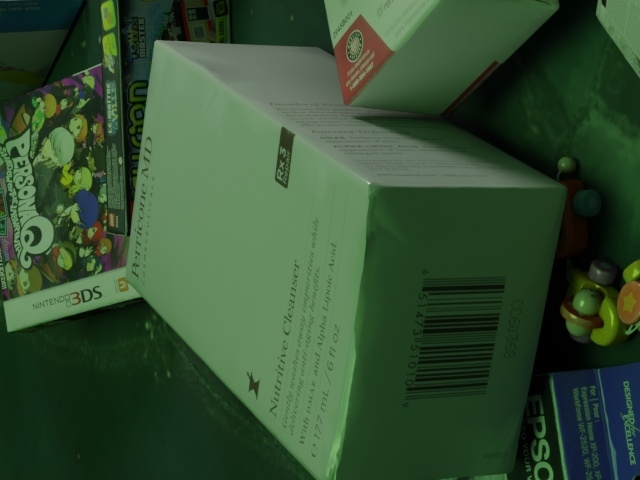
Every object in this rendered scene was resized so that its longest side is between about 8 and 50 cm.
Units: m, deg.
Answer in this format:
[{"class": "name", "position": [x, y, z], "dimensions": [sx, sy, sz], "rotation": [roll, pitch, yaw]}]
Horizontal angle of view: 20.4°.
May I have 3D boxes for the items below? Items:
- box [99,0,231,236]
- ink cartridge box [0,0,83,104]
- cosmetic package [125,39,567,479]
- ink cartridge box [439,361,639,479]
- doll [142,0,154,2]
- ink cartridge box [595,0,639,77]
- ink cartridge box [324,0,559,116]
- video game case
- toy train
[{"class": "box", "position": [-0.132, -0.110, 1.550], "dimensions": [0.036, 0.114, 0.207], "rotation": [8, 102, 55]}, {"class": "ink cartridge box", "position": [-0.379, -0.238, 1.850], "dimensions": [0.233, 0.168, 0.171], "rotation": [-54, 52, 46]}, {"class": "cosmetic package", "position": [0.000, 0.000, 1.293], "dimensions": [0.385, 0.156, 0.217], "rotation": [33, 119, 57]}, {"class": "ink cartridge box", "position": [0.160, 0.195, 1.225], "dimensions": [0.208, 0.045, 0.206], "rotation": [-19, 78, 55]}, {"class": "doll", "position": [-0.130, -0.294, 1.518], "dimensions": [0.046, 0.129, 0.189], "rotation": [138, 153, -63]}, {"class": "ink cartridge box", "position": [0.211, -0.123, 1.093], "dimensions": [0.063, 0.029, 0.115], "rotation": [87, 158, -57]}, {"class": "ink cartridge box", "position": [0.068, -0.218, 1.224], "dimensions": [0.158, 0.092, 0.218], "rotation": [-45, 48, 53]}, {"class": "video game case", "position": [-0.248, -0.039, 1.757], "dimensions": [0.210, 0.042, 0.232], "rotation": [-14, 82, 40]}, {"class": "toy train", "position": [0.185, 0.010, 1.156], "dimensions": [0.166, 0.046, 0.125], "rotation": [6, 100, 56]}]
